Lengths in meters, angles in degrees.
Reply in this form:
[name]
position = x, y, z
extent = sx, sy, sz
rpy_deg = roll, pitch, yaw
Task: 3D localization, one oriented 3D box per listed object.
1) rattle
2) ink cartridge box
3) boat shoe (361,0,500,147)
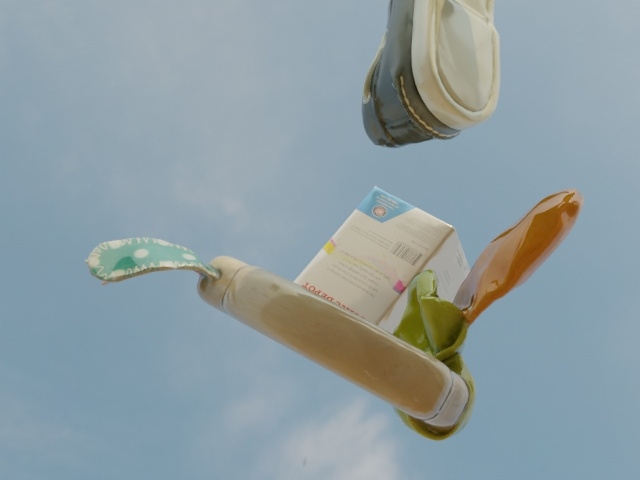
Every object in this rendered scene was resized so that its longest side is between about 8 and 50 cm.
[rattle]
position = 0.000, 0.000, 0.524
extent = 0.200, 0.130, 0.142
rpy_deg = 28, -79, 27
[ink cartridge box]
position = 0.048, 0.045, 0.936
extent = 0.143, 0.092, 0.090
rpy_deg = -49, -35, -14
[boat shoe]
position = 0.090, -0.211, 0.902
extent = 0.116, 0.319, 0.099
rpy_deg = 30, -39, -30
